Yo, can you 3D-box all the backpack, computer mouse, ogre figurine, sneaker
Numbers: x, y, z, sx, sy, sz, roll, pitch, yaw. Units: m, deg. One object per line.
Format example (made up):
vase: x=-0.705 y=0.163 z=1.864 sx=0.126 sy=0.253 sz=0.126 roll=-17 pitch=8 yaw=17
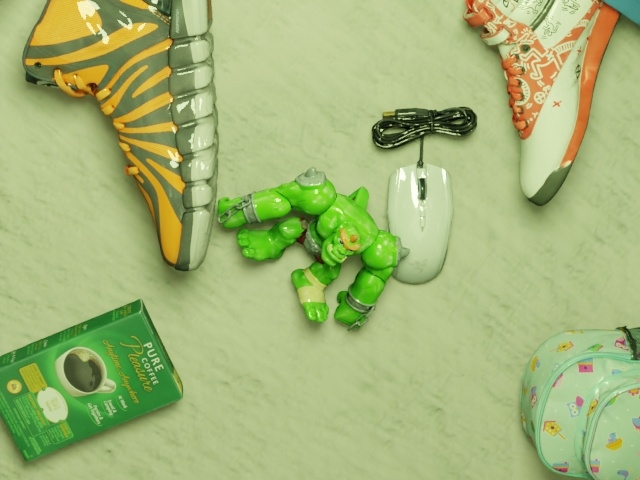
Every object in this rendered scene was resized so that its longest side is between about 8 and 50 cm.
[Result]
backpack: x=0.308 y=0.177 z=1.746 sx=0.188 sy=0.144 sz=0.165 roll=5 pitch=114 yaw=-4
computer mouse: x=0.105 y=-0.041 z=1.701 sx=0.106 sy=0.042 sz=0.193 roll=-2 pitch=109 yaw=-6
ogre figurine: x=0.000 y=0.000 z=1.684 sx=0.118 sy=0.097 sz=0.197 roll=-40 pitch=93 yaw=27
sneaker: x=-0.192 y=-0.127 z=1.615 sx=0.180 sy=0.124 sz=0.321 roll=-2 pitch=99 yaw=0
sneaker: x=0.200 y=-0.178 z=1.640 sx=0.145 sy=0.090 sz=0.270 roll=14 pitch=104 yaw=-9

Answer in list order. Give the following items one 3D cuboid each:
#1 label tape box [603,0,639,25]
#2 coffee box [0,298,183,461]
label tape box: x=0.410 y=-0.250 z=1.477 sx=0.241 sy=0.106 sz=0.334 roll=26 pitch=135 yaw=-32
coffee box: x=-0.246 y=0.146 z=1.734 sx=0.184 sy=0.040 sz=0.113 roll=-24 pitch=110 yaw=3
